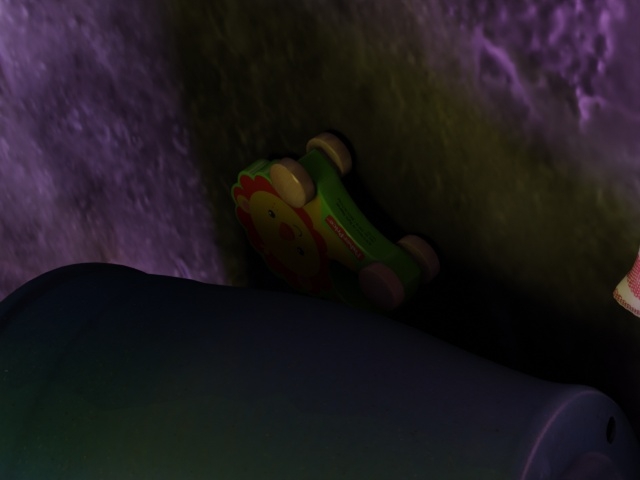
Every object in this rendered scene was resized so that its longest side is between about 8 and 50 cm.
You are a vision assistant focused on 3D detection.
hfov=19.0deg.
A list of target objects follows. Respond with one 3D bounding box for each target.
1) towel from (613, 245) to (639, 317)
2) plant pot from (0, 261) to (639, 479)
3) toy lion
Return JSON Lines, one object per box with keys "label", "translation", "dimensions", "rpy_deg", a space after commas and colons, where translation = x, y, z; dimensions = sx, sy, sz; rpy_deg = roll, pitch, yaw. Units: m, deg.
{"label": "towel", "translation": [0.183, -0.001, 0.684], "dimensions": [0.144, 0.029, 0.197], "rpy_deg": [38, 141, 23]}
{"label": "plant pot", "translation": [0.000, 0.145, 0.831], "dimensions": [0.255, 0.272, 0.272], "rpy_deg": [0, 120, 30]}
{"label": "toy lion", "translation": [0.000, 0.000, 0.896], "dimensions": [0.100, 0.034, 0.096], "rpy_deg": [49, 151, 6]}
